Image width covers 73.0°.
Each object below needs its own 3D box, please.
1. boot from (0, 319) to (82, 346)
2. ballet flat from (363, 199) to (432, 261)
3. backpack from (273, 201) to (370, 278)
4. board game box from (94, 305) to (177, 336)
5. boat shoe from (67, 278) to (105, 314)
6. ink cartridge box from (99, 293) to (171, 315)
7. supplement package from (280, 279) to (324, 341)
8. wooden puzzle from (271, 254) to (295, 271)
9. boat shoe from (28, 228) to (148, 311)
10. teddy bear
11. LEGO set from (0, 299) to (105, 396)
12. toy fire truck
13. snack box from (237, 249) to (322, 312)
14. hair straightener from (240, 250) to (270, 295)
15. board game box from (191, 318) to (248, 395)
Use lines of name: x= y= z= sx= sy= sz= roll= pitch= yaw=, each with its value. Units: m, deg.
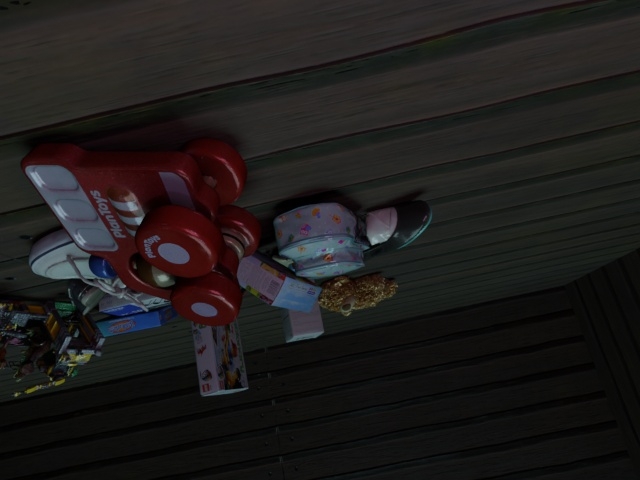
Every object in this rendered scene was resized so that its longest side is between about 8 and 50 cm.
boot: x=-0.845 y=0.262 z=1.254 sx=0.280 sy=0.096 sz=0.264 roll=-17 pitch=169 yaw=38
ballet flat: x=0.127 y=-0.014 z=0.976 sx=0.096 sy=0.096 sz=0.280 roll=12 pitch=152 yaw=-24
backpack: x=0.000 y=0.000 z=0.862 sx=0.165 sy=0.145 sz=0.188 roll=-13 pitch=159 yaw=22
board game box: x=-0.555 y=0.238 z=1.289 sx=0.210 sy=0.047 sz=0.160 roll=-11 pitch=180 yaw=0
boat shoe: x=-0.573 y=0.129 z=1.054 sx=0.065 sy=0.075 sz=0.206 roll=40 pitch=151 yaw=-9
ink cartridge box: x=-0.477 y=0.157 z=1.172 sx=0.206 sy=0.046 sz=0.097 roll=-13 pitch=160 yaw=9
supplement package: x=-0.066 y=0.224 z=1.393 sx=0.105 sy=0.180 sz=0.105 roll=-4 pitch=160 yaw=-19
wooden puzzle: x=-0.026 y=0.071 z=1.174 sx=0.238 sy=0.044 sz=0.221 roll=-9 pitch=162 yaw=-19
boat shoe: x=-0.339 y=0.051 z=0.782 sx=0.366 sy=0.157 sz=0.136 roll=-11 pitch=161 yaw=-3
teddy bear: x=0.145 y=0.205 z=1.571 sx=0.245 sy=0.113 sz=0.338 roll=-22 pitch=159 yaw=22
LEGO set: x=-0.695 y=0.275 z=1.038 sx=0.255 sy=0.192 sz=0.331 roll=-56 pitch=144 yaw=-1
toy fire truck: x=-0.233 y=-0.007 z=0.621 sx=0.253 sy=0.170 sz=0.302 roll=3 pitch=139 yaw=7
snack box: x=-0.123 y=0.071 z=0.924 sx=0.207 sy=0.070 sz=0.174 roll=26 pitch=178 yaw=27
hair straightener: x=-0.201 y=0.095 z=1.111 sx=0.089 sy=0.047 sz=0.230 roll=1 pitch=148 yaw=-42
board game box: x=-0.274 y=0.250 z=1.156 sx=0.053 sy=0.306 sz=0.193 roll=-16 pitch=161 yaw=8
